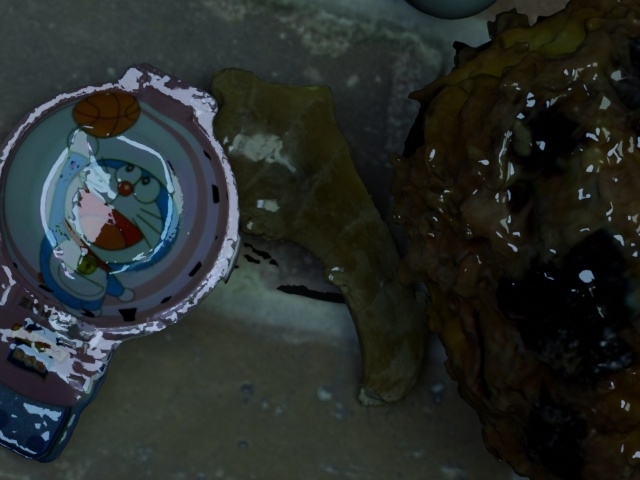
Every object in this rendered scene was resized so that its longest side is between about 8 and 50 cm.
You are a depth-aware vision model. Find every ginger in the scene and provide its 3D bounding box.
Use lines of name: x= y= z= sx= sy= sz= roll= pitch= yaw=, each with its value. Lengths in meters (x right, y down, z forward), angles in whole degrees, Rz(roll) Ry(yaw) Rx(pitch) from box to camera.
ginger: x=0.000 y=0.000 z=1.394 sx=0.131 sy=0.086 sz=0.295 roll=-40 pitch=111 yaw=-33

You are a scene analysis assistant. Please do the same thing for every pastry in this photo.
pastry: x=0.233 y=0.020 z=1.352 sx=0.292 sy=0.337 sz=0.405 roll=-28 pitch=102 yaw=-40

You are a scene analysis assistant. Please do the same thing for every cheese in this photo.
cheese: x=-0.163 y=0.013 z=1.302 sx=0.189 sy=0.074 sz=0.286 roll=28 pitch=89 yaw=5

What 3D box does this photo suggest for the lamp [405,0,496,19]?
lamp: x=0.100 y=-0.222 z=1.431 sx=0.105 sy=0.105 sz=0.105 roll=0 pitch=89 yaw=-26
